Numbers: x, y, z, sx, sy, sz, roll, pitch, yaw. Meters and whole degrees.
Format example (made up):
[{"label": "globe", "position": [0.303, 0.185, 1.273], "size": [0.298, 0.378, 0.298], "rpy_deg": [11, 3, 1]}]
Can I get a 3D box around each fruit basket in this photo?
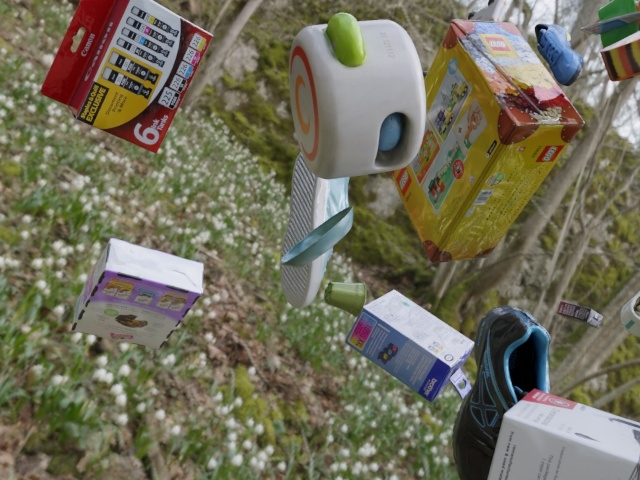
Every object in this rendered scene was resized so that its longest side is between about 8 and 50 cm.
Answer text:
[{"label": "fruit basket", "position": [0.803, -0.477, 1.442], "size": [0.326, 0.166, 0.353], "rpy_deg": [-10, 10, -35]}]

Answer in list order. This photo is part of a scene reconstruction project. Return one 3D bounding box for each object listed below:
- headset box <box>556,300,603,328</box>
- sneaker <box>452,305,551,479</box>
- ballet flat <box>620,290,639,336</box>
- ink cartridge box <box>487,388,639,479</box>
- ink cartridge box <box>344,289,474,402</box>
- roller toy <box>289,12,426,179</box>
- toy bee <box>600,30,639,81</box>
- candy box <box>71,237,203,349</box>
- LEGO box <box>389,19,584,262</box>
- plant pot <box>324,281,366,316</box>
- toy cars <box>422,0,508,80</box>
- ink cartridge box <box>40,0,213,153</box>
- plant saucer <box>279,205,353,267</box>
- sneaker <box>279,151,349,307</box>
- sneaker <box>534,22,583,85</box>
[{"label": "headset box", "position": [0.571, 0.164, 1.492], "size": [0.062, 0.032, 0.083], "rpy_deg": [27, -8, -41]}, {"label": "sneaker", "position": [0.297, 0.280, 1.093], "size": [0.124, 0.341, 0.139], "rpy_deg": [4, 1, -7]}, {"label": "ballet flat", "position": [0.913, 0.087, 1.657], "size": [0.139, 0.400, 0.139], "rpy_deg": [48, 4, -4]}, {"label": "ink cartridge box", "position": [0.361, 0.288, 0.806], "size": [0.272, 0.114, 0.197], "rpy_deg": [16, 5, 27]}, {"label": "ink cartridge box", "position": [0.316, 0.344, 2.149], "size": [0.395, 0.151, 0.270], "rpy_deg": [32, 22, 21]}, {"label": "roller toy", "position": [0.048, -0.180, 0.861], "size": [0.146, 0.191, 0.209], "rpy_deg": [-9, 7, -13]}, {"label": "toy bee", "position": [0.578, -0.339, 0.996], "size": [0.195, 0.298, 0.162], "rpy_deg": [42, -2, -13]}, {"label": "candy box", "position": [-0.317, 0.098, 1.158], "size": [0.164, 0.070, 0.196], "rpy_deg": [18, -45, -27]}, {"label": "LEGO box", "position": [0.384, -0.240, 1.725], "size": [0.193, 0.373, 0.500], "rpy_deg": [-4, -37, -21]}, {"label": "plant pot", "position": [0.053, 0.128, 1.548], "size": [0.079, 0.083, 0.083], "rpy_deg": [13, -18, -16]}, {"label": "toy cars", "position": [0.391, -0.504, 1.869], "size": [0.087, 0.177, 0.394], "rpy_deg": [29, -57, -17]}, {"label": "ink cartridge box", "position": [-0.445, -0.400, 1.537], "size": [0.271, 0.310, 0.130], "rpy_deg": [22, 10, -34]}, {"label": "plant saucer", "position": [0.000, 0.000, 0.866], "size": [0.021, 0.119, 0.119], "rpy_deg": [52, -26, -8]}, {"label": "sneaker", "position": [0.010, -0.023, 1.545], "size": [0.150, 0.366, 0.135], "rpy_deg": [5, 8, -36]}, {"label": "sneaker", "position": [0.503, -0.404, 1.449], "size": [0.082, 0.209, 0.069], "rpy_deg": [22, -49, -15]}]
